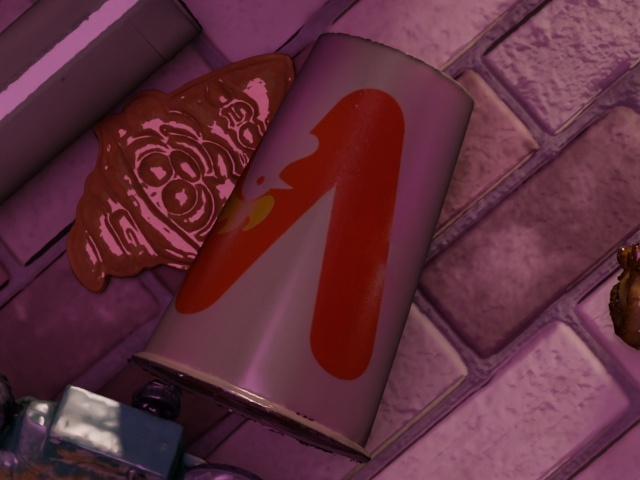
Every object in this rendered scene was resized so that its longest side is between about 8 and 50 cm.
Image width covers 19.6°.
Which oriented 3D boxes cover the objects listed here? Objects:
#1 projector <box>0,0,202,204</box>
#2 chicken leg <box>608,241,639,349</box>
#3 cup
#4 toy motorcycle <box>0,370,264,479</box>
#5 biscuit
[{"bbox_3d":[-0.251,-0.099,1.476,0.337,0.108,0.108,-41,81,1],"label":"projector"},{"bbox_3d":[0.286,0.009,1.420,0.178,0.070,0.093,-40,125,-9],"label":"chicken leg"},{"bbox_3d":[0.000,0.000,1.407,0.203,0.203,0.288,23,81,8],"label":"cup"},{"bbox_3d":[-0.183,0.188,1.411,0.296,0.198,0.109,20,49,-4],"label":"toy motorcycle"},{"bbox_3d":[-0.110,-0.057,1.496,0.162,0.035,0.250,42,89,4],"label":"biscuit"}]
